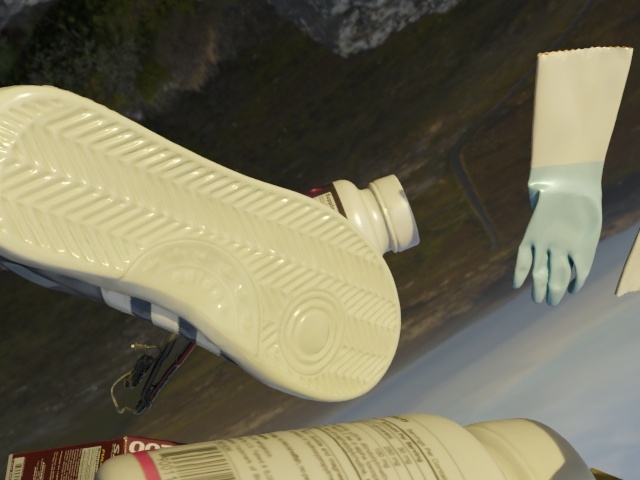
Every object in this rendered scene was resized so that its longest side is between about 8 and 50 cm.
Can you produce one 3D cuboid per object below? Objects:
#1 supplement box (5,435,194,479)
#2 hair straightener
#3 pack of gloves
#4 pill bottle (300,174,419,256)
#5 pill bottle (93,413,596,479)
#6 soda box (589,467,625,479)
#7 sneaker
[{"bbox_3d":[-0.223,0.259,0.767,0.239,0.073,0.130,-19,150,39],"label":"supplement box"},{"bbox_3d":[-0.280,0.197,1.206,0.230,0.089,0.047,-53,-161,10],"label":"hair straightener"},{"bbox_3d":[0.262,-0.042,0.600,0.195,0.046,0.232,-8,117,-15],"label":"pack of gloves"},{"bbox_3d":[0.000,0.000,0.762,0.193,0.108,0.108,-20,166,-1],"label":"pill bottle"},{"bbox_3d":[0.019,0.189,0.422,0.283,0.160,0.160,-1,152,-24],"label":"pill bottle"},{"bbox_3d":[0.332,0.330,0.771,0.061,0.181,0.058,-44,-158,-21],"label":"soda box"},{"bbox_3d":[-0.092,0.008,0.510,0.148,0.350,0.131,5,-114,53],"label":"sneaker"}]
